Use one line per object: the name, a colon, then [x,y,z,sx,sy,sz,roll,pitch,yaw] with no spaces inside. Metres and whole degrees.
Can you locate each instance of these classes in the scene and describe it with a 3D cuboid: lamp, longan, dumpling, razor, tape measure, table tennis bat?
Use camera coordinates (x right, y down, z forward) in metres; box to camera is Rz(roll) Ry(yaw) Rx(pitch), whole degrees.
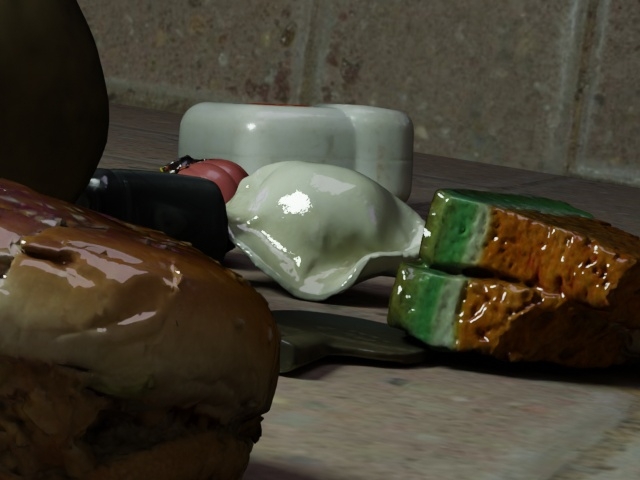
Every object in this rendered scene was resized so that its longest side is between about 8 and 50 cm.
lamp: [-0.107,-0.028,1.741,0.107,0.092,0.107,-27,4,2]
longan: [-0.295,-0.097,1.353,0.297,0.297,0.297,8,7,-1]
dumpling: [0.002,0.000,1.642,0.169,0.100,0.134,30,36,-6]
razor: [-0.137,-0.011,1.578,0.054,0.090,0.148,-2,-1,39]
tape measure: [-0.026,-0.094,2.257,0.265,0.130,0.258,0,7,-20]
table tennis bat: [0.006,0.069,1.379,0.131,0.022,0.234,12,5,17]

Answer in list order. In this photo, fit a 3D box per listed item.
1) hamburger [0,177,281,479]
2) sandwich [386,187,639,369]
hamburger: [-0.143,0.044,0.934,0.286,0.146,0.243,12,1,43]
sandwich: [0.169,0.029,1.466,0.292,0.109,0.212,6,6,-40]
